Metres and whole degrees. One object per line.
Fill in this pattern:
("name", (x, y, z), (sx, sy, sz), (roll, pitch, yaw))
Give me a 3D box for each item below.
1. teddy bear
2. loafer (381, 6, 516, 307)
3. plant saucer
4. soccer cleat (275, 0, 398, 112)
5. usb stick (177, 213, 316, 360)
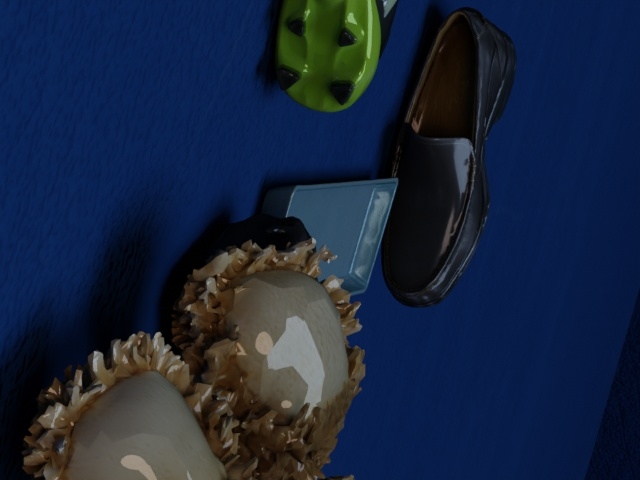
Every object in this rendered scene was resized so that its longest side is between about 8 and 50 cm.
("teddy bear", (-0.057, 0.156, 0.768), (0.245, 0.113, 0.338), (-57, 152, -35))
("loafer", (0.063, -0.048, 1.062), (0.061, 0.062, 0.170), (36, 63, -66))
("plant saucer", (0.000, 0.000, 0.961), (0.192, 0.018, 0.067), (-11, 119, -74))
("soccer cleat", (0.019, -0.139, 0.803), (0.072, 0.060, 0.179), (-65, 173, -60))
("usb stick", (-0.044, 0.111, 0.881), (0.077, 0.045, 0.278), (-47, 153, -49))
